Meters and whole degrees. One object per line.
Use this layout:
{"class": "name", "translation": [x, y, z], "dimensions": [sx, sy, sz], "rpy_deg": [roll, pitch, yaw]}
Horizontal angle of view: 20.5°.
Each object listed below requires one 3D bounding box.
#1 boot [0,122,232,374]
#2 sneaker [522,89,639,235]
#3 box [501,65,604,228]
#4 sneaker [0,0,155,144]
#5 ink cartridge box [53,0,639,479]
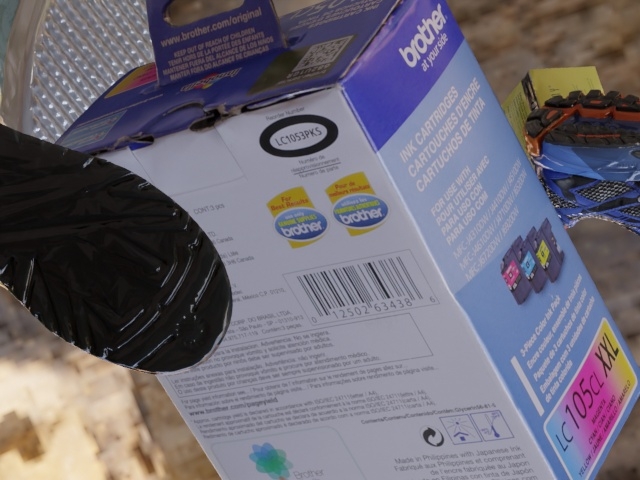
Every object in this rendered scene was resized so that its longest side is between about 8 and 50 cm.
{"class": "boot", "translation": [-0.150, -0.002, 1.023], "dimensions": [0.094, 0.246, 0.207], "rpy_deg": [-61, 173, -4]}
{"class": "sneaker", "translation": [0.241, -0.040, 1.133], "dimensions": [0.221, 0.087, 0.083], "rpy_deg": [9, -140, 21]}
{"class": "box", "translation": [0.139, -0.033, 1.305], "dimensions": [0.058, 0.087, 0.232], "rpy_deg": [-5, 155, -23]}
{"class": "sneaker", "translation": [-0.220, -0.204, 1.427], "dimensions": [0.150, 0.365, 0.135], "rpy_deg": [0, 172, 45]}
{"class": "ink cartridge box", "translation": [0.000, 0.000, 1.157], "dimensions": [0.270, 0.395, 0.151], "rpy_deg": [-13, -151, 37]}
